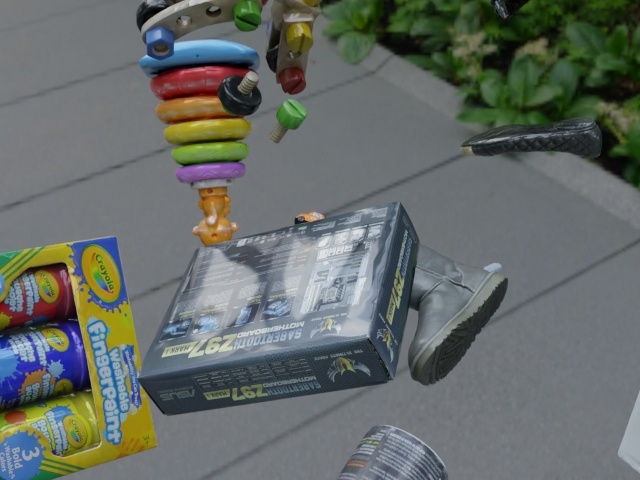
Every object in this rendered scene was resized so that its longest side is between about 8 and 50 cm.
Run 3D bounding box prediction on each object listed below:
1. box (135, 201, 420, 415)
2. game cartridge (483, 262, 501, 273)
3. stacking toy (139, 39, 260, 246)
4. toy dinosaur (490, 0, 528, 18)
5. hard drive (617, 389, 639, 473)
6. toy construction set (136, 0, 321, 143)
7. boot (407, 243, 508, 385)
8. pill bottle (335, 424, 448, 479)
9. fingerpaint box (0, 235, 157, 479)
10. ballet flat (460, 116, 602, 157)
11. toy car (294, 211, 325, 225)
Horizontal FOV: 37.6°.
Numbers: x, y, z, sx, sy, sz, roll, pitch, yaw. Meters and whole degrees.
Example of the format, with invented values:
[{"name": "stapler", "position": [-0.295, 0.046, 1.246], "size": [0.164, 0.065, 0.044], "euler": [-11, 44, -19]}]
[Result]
[{"name": "box", "position": [-0.034, 0.062, 0.861], "size": [0.232, 0.059, 0.183], "euler": [-14, 34, 24]}, {"name": "game cartridge", "position": [0.235, 0.072, 1.392], "size": [0.017, 0.083, 0.056], "euler": [40, 27, 24]}, {"name": "stacking toy", "position": [-0.164, -0.135, 1.401], "size": [0.175, 0.302, 0.166], "euler": [-6, 2, -3]}, {"name": "toy dinosaur", "position": [0.208, -0.396, 1.161], "size": [0.322, 0.164, 0.218], "euler": [-41, 92, -17]}, {"name": "hard drive", "position": [0.690, 0.333, 1.781], "size": [0.040, 0.308, 0.203], "euler": [-2, 25, -32]}, {"name": "toy construction set", "position": [-0.075, -0.345, 1.238], "size": [0.257, 0.237, 0.309], "euler": [29, 40, -13]}, {"name": "boot", "position": [0.080, 0.056, 1.052], "size": [0.208, 0.076, 0.189], "euler": [27, 43, 24]}, {"name": "pill bottle", "position": [0.057, 0.376, 1.242], "size": [0.130, 0.130, 0.246], "euler": [21, 55, 28]}, {"name": "fingerpaint box", "position": [-0.554, 0.239, 1.852], "size": [0.371, 0.445, 0.163], "euler": [-10, -1, -38]}, {"name": "ballet flat", "position": [0.251, -0.114, 1.137], "size": [0.173, 0.049, 0.057], "euler": [-2, 28, 30]}, {"name": "toy car", "position": [0.000, 0.000, 1.583], "size": [0.060, 0.122, 0.040], "euler": [5, 44, 32]}]
